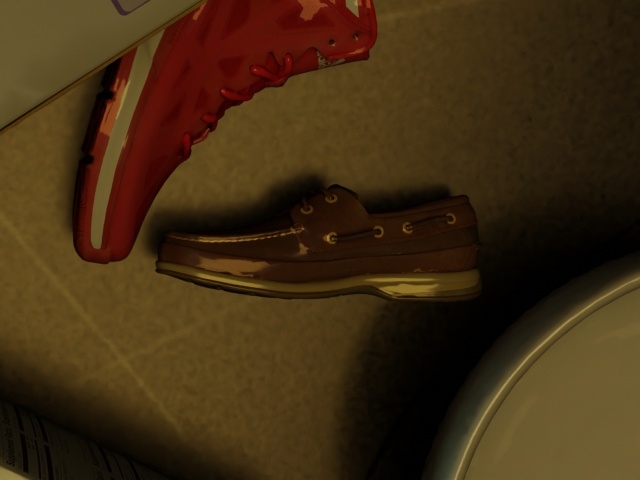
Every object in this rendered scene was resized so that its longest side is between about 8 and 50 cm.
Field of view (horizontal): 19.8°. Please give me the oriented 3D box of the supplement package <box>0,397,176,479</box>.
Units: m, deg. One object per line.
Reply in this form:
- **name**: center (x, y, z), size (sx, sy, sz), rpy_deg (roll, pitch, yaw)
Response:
- **supplement package**: center (-0.135, 0.209, 0.920), size (0.203, 0.149, 0.194), rpy_deg (27, 92, -14)

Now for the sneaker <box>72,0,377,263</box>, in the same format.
- **sneaker**: center (-0.041, -0.081, 0.930), size (0.128, 0.087, 0.221), rpy_deg (18, 96, -12)

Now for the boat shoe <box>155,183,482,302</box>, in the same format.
- **boat shoe**: center (0.000, 0.000, 0.964), size (0.178, 0.064, 0.060), rpy_deg (1, 93, -18)

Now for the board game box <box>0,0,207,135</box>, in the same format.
- **board game box**: center (-0.117, -0.207, 0.824), size (0.316, 0.064, 0.242), rpy_deg (-35, 105, -19)

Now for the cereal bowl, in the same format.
- **cereal bowl**: center (0.204, 0.158, 0.983), size (0.339, 0.141, 0.339), rpy_deg (-2, 99, -11)
